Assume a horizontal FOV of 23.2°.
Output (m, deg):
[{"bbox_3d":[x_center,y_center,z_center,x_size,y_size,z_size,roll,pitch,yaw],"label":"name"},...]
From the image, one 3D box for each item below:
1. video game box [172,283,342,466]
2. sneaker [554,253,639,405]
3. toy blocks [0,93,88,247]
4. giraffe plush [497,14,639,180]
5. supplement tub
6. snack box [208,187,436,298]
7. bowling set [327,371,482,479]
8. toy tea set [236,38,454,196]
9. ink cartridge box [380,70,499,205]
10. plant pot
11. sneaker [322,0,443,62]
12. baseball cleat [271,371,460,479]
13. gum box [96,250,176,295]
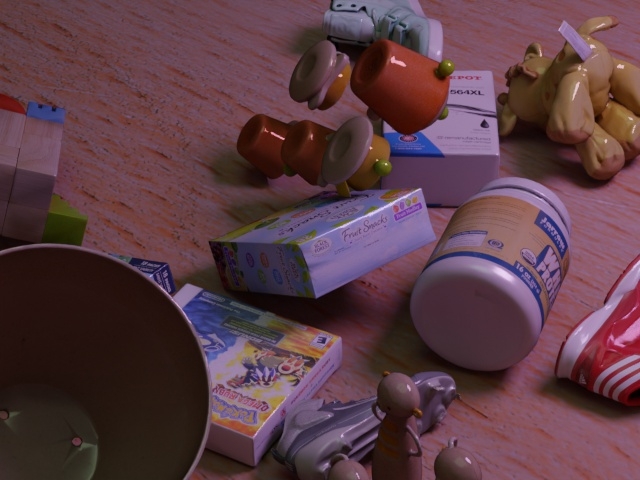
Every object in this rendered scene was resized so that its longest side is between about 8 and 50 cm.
[{"bbox_3d":[-0.109,0.138,1.670,0.205,0.048,0.187,17,42,24],"label":"video game box"},{"bbox_3d":[0.362,0.103,1.695,0.128,0.087,0.221,32,59,25],"label":"sneaker"},{"bbox_3d":[-0.468,-0.128,1.929,0.381,0.191,0.261,12,27,-11],"label":"toy blocks"},{"bbox_3d":[0.314,-0.186,2.029,0.181,0.210,0.170,-40,18,-28],"label":"giraffe plush"},{"bbox_3d":[0.194,0.033,1.723,0.144,0.144,0.200,12,39,17],"label":"supplement tub"},{"bbox_3d":[0.000,0.000,1.765,0.174,0.070,0.207,-25,15,-30],"label":"snack box"},{"bbox_3d":[0.064,0.268,1.395,0.199,0.154,0.287,-20,40,-25],"label":"bowling set"},{"bbox_3d":[0.035,-0.138,1.903,0.124,0.200,0.336,29,-8,-29],"label":"toy tea set"},{"bbox_3d":[0.151,-0.134,2.002,0.148,0.086,0.203,0,37,2],"label":"ink cartridge box"},{"bbox_3d":[-0.260,0.171,1.474,0.284,0.191,0.284,7,63,-15],"label":"plant pot"},{"bbox_3d":[0.083,-0.280,2.194,0.151,0.094,0.256,-2,26,-12],"label":"sneaker"},{"bbox_3d":[0.041,0.175,1.596,0.206,0.072,0.109,-24,35,-34],"label":"baseball cleat"},{"bbox_3d":[-0.279,0.076,1.731,0.157,0.041,0.184,8,34,38],"label":"gum box"}]
